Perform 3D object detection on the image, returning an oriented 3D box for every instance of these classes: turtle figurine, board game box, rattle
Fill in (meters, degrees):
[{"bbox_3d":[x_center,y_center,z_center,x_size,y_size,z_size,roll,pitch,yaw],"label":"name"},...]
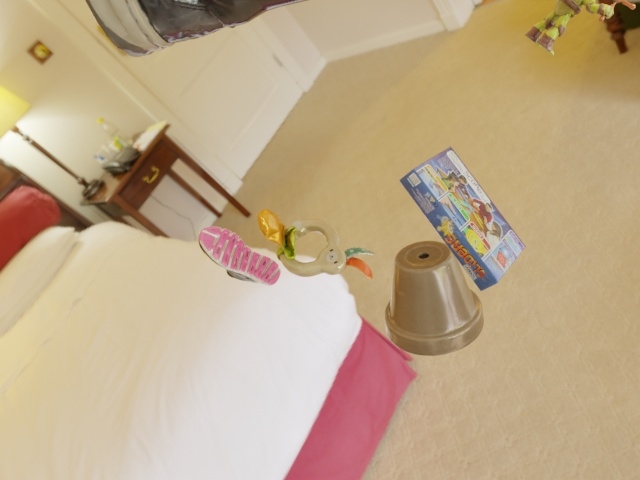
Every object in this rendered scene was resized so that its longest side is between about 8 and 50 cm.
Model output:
[{"bbox_3d":[0.652,-0.598,1.385,0.217,0.087,0.269,-51,46,24],"label":"turtle figurine"},{"bbox_3d":[0.220,-0.039,0.808,0.136,0.201,0.035,-32,-5,-47],"label":"board game box"},{"bbox_3d":[0.000,0.000,0.998,0.199,0.143,0.130,22,53,30],"label":"rattle"}]

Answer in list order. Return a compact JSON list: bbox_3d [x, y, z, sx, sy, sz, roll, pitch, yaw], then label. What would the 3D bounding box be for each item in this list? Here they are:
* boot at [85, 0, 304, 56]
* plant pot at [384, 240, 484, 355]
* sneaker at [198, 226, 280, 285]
[{"bbox_3d":[-0.051,-0.309,0.311,0.284,0.377,0.138,-4,39,7],"label":"boot"},{"bbox_3d":[0.283,0.132,1.398,0.263,0.229,0.263,-12,28,7],"label":"plant pot"},{"bbox_3d":[-0.155,0.033,0.950,0.074,0.170,0.063,-7,57,49],"label":"sneaker"}]
